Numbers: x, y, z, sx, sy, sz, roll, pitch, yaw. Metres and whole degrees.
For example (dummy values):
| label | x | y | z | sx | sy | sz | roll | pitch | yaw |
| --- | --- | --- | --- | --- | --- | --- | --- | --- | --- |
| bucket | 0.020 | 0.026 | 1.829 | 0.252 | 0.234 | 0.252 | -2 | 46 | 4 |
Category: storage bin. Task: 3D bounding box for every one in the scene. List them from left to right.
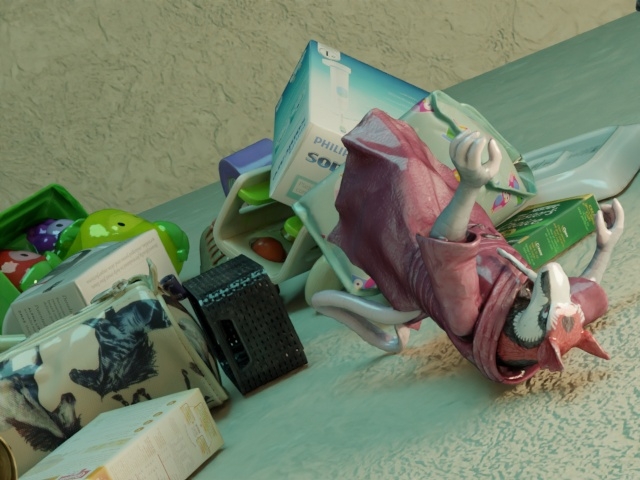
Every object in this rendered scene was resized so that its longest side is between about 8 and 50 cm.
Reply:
| label | x | y | z | sx | sy | sz | roll | pitch | yaw |
| --- | --- | --- | --- | --- | --- | --- | --- | --- | --- |
| storage bin | -0.089 | 0.093 | 1.611 | 0.084 | 0.122 | 0.180 | -26 | 10 | -8 |

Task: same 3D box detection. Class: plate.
| label | x | y | z | sx | sy | sz | roll | pitch | yaw |
| --- | --- | --- | --- | --- | --- | --- | --- | --- | --- |
| plate | 0.294 | -0.081 | 1.852 | 0.278 | 0.045 | 0.277 | -18 | 11 | 31 |

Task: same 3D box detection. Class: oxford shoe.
| label | x | y | z | sx | sy | sz | roll | pitch | yaw |
| --- | --- | --- | --- | --- | --- | --- | --- | --- | --- |
| oxford shoe | -0.136 | 0.036 | 2.004 | 0.123 | 0.130 | 0.348 | -24 | 10 | 2 |

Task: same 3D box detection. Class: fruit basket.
| label | x | y | z | sx | sy | sz | roll | pitch | yaw |
| --- | --- | --- | --- | --- | --- | --- | --- | --- | --- |
| fruit basket | -0.424 | 0.031 | 2.437 | 0.392 | 0.283 | 0.392 | -41 | 3 | 3 |

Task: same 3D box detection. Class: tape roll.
| label | x | y | z | sx | sy | sz | roll | pitch | yaw |
| --- | --- | --- | --- | --- | --- | --- | --- | --- | --- |
| tape roll | -0.081 | -0.059 | 2.209 | 0.080 | 0.189 | 0.189 | -28 | 10 | -16 |

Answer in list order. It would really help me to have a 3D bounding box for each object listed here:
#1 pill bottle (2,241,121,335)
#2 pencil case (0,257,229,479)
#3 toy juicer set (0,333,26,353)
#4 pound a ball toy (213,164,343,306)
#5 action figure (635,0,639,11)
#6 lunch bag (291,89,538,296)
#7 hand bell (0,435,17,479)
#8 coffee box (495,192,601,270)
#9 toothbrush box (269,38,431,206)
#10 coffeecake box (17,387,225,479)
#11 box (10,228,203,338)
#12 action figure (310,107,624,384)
| label | x | y | z | sx | sy | sz | roll | pitch | yaw |
| --- | --- | --- | --- | --- | --- | --- | --- | --- | --- |
| pill bottle | -0.335 | 0.103 | 2.041 | 0.161 | 0.161 | 0.283 | -22 | 10 | 16 |
| pencil case | -0.317 | 0.179 | 1.533 | 0.410 | 0.183 | 0.160 | -25 | 10 | -2 |
| toy juicer set | -0.429 | 0.212 | 1.817 | 0.209 | 0.089 | 0.329 | 7 | 28 | 30 |
| pound a ball toy | 0.000 | 0.000 | 1.910 | 0.319 | 0.208 | 0.135 | -24 | -35 | -57 |
| action figure | 0.481 | -0.179 | 1.561 | 0.341 | 0.178 | 0.330 | 17 | 30 | 37 |
| lunch bag | 0.124 | -0.048 | 1.658 | 0.223 | 0.160 | 0.262 | -39 | -15 | 17 |
| hand bell | -0.358 | 0.172 | 1.365 | 0.126 | 0.126 | 0.242 | -25 | 23 | -2 |
| coffee box | 0.217 | 0.007 | 1.569 | 0.184 | 0.040 | 0.113 | -30 | 10 | -32 |
| toothbrush box | 0.056 | -0.129 | 1.898 | 0.295 | 0.216 | 0.126 | -93 | 28 | -62 |
| coffeecake box | -0.204 | 0.224 | 1.350 | 0.142 | 0.068 | 0.185 | -18 | 12 | 35 |
| box | -0.255 | 0.109 | 1.750 | 0.119 | 0.182 | 0.181 | -19 | 11 | 33 |
| action figure | 0.114 | 0.033 | 1.247 | 0.275 | 0.248 | 0.370 | -55 | 32 | 12 |
